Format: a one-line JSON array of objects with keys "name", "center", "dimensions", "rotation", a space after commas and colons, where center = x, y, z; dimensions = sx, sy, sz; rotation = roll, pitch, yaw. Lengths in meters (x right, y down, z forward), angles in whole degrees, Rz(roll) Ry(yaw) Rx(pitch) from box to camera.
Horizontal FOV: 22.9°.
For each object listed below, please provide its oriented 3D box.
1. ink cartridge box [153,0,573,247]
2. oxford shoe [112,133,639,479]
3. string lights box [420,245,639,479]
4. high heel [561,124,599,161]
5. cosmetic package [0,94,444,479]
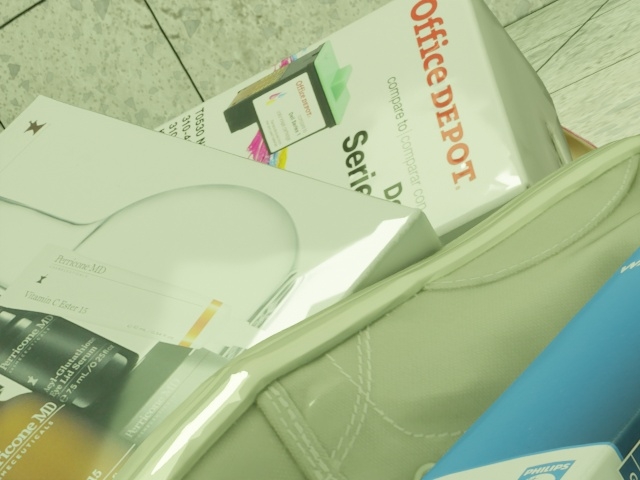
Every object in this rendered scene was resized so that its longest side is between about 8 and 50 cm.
[{"name": "ink cartridge box", "center": [0.000, 0.000, 0.881], "dimensions": [0.278, 0.117, 0.201], "rotation": [-27, 41, 16]}, {"name": "oxford shoe", "center": [0.059, 0.096, 0.596], "dimensions": [0.449, 0.169, 0.130], "rotation": [-36, 36, -32]}, {"name": "string lights box", "center": [0.134, 0.073, 0.495], "dimensions": [0.077, 0.133, 0.260], "rotation": [-22, 12, 45]}, {"name": "high heel", "center": [0.178, -0.054, 1.134], "dimensions": [0.082, 0.117, 0.244], "rotation": [-30, 8, -3]}, {"name": "cosmetic package", "center": [-0.150, 0.113, 0.696], "dimensions": [0.284, 0.097, 0.377], "rotation": [17, 58, 45]}]
